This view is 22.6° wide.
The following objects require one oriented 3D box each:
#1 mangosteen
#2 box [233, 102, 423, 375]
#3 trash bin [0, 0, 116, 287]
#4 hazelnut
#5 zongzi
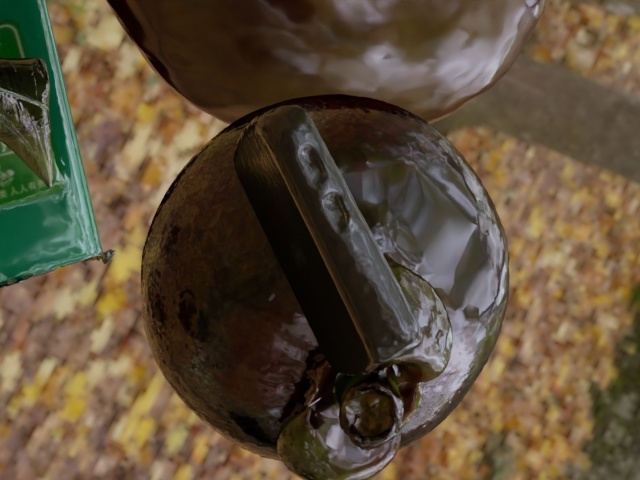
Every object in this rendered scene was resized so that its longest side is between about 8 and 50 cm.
[{"bbox_3d":[0.008,0.024,0.891,0.216,0.216,0.216,-61,170,-19],"label":"mangosteen"},{"bbox_3d":[0.000,0.000,0.729,0.027,0.125,0.126,-26,179,-11],"label":"box"},{"bbox_3d":[-0.378,-0.129,1.640,0.259,0.381,0.295,-16,-177,-19],"label":"trash bin"},{"bbox_3d":[-0.017,-0.276,1.285,0.429,0.402,0.402,45,65,-36],"label":"hazelnut"},{"bbox_3d":[-0.278,-0.099,1.359,0.052,0.104,0.113,-6,-93,57],"label":"zongzi"}]
